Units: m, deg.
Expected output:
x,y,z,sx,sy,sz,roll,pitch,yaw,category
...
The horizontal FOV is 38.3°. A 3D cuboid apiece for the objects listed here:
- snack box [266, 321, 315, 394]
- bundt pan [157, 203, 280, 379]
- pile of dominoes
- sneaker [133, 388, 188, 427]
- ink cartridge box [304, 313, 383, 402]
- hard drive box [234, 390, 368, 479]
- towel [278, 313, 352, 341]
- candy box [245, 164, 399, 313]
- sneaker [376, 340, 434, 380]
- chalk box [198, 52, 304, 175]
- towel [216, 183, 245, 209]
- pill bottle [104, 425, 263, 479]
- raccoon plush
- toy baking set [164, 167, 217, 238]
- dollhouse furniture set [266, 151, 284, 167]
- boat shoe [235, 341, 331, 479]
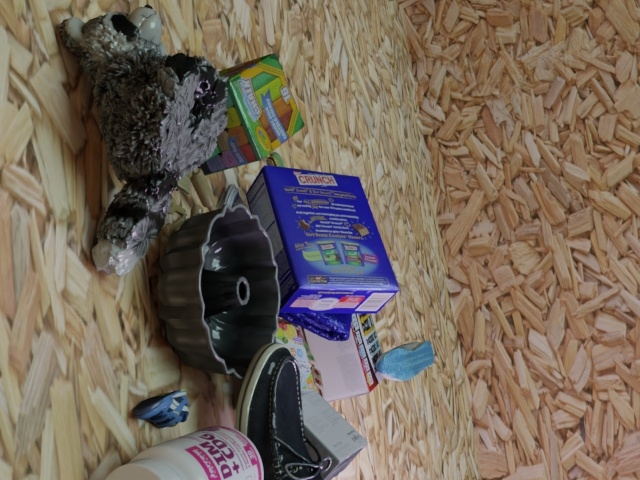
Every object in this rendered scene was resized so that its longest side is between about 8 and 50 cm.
x,y,z,sx,sy,sz,roll,pitch,yaw,category
-0.067,0.240,1.876,0.100,0.037,0.141,17,53,-53,snack box
-0.198,0.097,1.734,0.331,0.124,0.331,-4,90,-69,bundt pan
-0.080,0.219,1.960,0.251,0.040,0.196,23,29,-50,pile of dominoes
-0.264,0.291,1.567,0.144,0.053,0.059,0,78,-68,sneaker
0.063,0.224,2.376,0.272,0.130,0.310,-22,97,-72,ink cartridge box
-0.036,0.381,1.891,0.232,0.089,0.181,44,14,16,hard drive box
-0.009,0.066,2.142,0.227,0.076,0.308,26,47,-21,towel
0.000,0.000,2.054,0.268,0.122,0.317,4,56,-33,candy box
0.205,0.317,2.389,0.228,0.092,0.088,-5,81,-54,sneaker
-0.191,-0.254,1.938,0.289,0.179,0.180,-50,122,-56,chalk box
-0.161,0.039,2.053,0.209,0.034,0.285,-76,146,-52,towel
-0.216,0.393,1.459,0.283,0.160,0.161,3,73,-69,pill bottle
-0.367,-0.199,1.572,0.446,0.299,0.216,-60,158,-19,raccoon plush
-0.254,-0.038,1.824,0.256,0.030,0.197,66,31,-42,toy baking set
-0.080,-0.159,2.373,0.076,0.058,0.152,-56,128,-65,dollhouse furniture set
-0.058,0.434,1.674,0.187,0.155,0.501,33,53,-60,boat shoe
